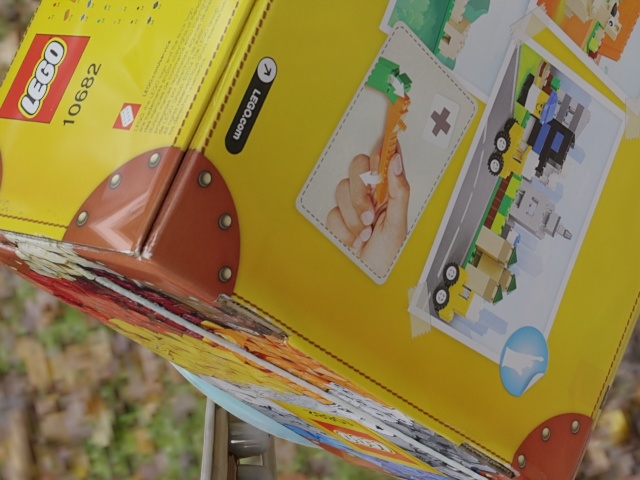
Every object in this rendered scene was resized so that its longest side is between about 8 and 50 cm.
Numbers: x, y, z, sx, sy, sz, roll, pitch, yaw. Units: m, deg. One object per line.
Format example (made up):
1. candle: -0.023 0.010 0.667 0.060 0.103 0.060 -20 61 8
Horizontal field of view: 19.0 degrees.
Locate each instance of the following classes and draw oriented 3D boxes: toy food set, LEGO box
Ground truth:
1. toy food set: -0.051 0.275 1.708 0.092 0.306 0.219 -4 109 0
2. LEGO box: 0.063 -0.142 1.130 0.193 0.372 0.500 10 71 47

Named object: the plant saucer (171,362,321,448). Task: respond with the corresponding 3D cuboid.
1. plant saucer: 0.000 0.000 1.380 0.317 0.318 0.043 61 141 17
